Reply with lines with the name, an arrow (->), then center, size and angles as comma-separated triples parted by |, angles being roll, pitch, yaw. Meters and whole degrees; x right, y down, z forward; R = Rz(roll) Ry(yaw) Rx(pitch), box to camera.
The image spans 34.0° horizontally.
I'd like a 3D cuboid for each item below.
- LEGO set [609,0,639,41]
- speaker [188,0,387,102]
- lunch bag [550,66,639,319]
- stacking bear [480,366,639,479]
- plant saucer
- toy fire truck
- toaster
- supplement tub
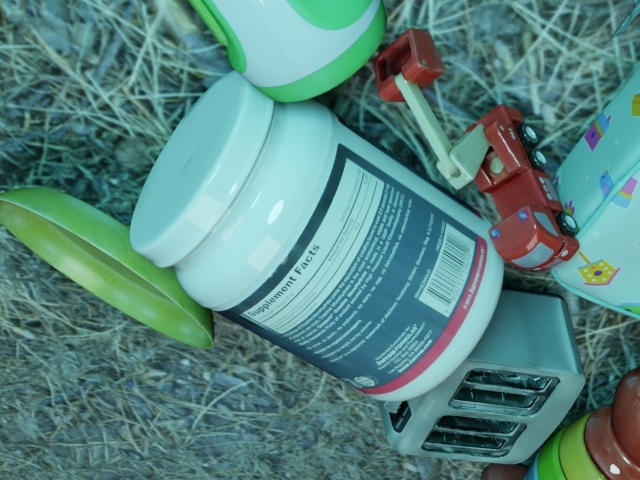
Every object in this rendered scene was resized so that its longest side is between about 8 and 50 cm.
LEGO set -> 0.306, -0.208, 0.574 | 0.192, 0.255, 0.331 | 23, 117, -16
speaker -> -0.071, -0.234, 0.693 | 0.131, 0.131, 0.296 | -19, 130, 24
lunch bag -> 0.329, -0.043, 0.859 | 0.224, 0.108, 0.279 | 17, 135, -13
stacking bear -> 0.318, 0.244, 1.127 | 0.175, 0.164, 0.289 | 18, 130, -12
plant saucer -> -0.191, 0.020, 0.961 | 0.241, 0.037, 0.241 | 29, 162, 10
toy fire truck -> 0.124, -0.069, 0.834 | 0.135, 0.192, 0.047 | 8, 145, -45
toaster -> 0.159, 0.131, 1.040 | 0.185, 0.110, 0.168 | 9, 135, -15
supplement tub -> 0.000, 0.000, 0.879 | 0.272, 0.191, 0.191 | 32, 130, -23
